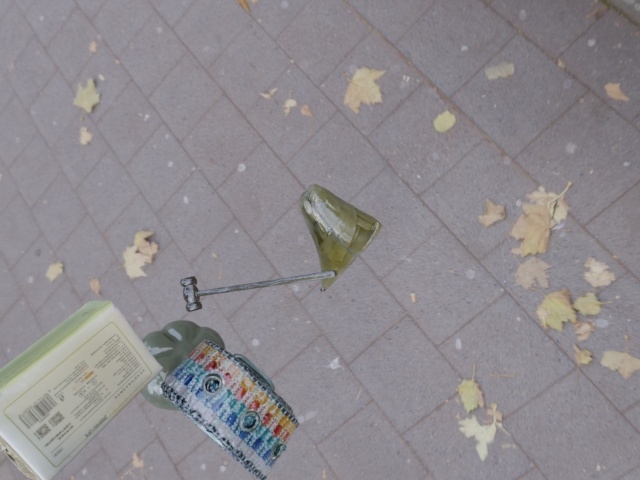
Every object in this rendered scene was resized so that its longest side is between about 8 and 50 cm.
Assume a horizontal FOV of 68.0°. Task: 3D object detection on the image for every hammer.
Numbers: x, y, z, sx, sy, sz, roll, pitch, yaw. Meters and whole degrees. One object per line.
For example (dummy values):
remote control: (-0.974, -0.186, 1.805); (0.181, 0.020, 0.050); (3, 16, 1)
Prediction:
hammer: (-0.105, 0.069, 0.746); (0.293, 0.029, 0.058); (-11, 92, 28)

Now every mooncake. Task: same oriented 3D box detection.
mooncake: (-0.380, 0.342, 1.322); (0.275, 0.275, 0.135); (31, 124, 21)

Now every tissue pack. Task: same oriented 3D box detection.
tissue pack: (-0.398, 0.228, 0.746); (0.125, 0.234, 0.159); (-11, 117, 41)

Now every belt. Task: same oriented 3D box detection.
belt: (-0.163, 0.331, 0.955); (0.295, 0.207, 0.160); (45, 63, -9)

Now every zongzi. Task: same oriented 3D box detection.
zongzi: (0.000, 0.000, 1.211); (0.256, 0.228, 0.115); (-51, 28, 20)
